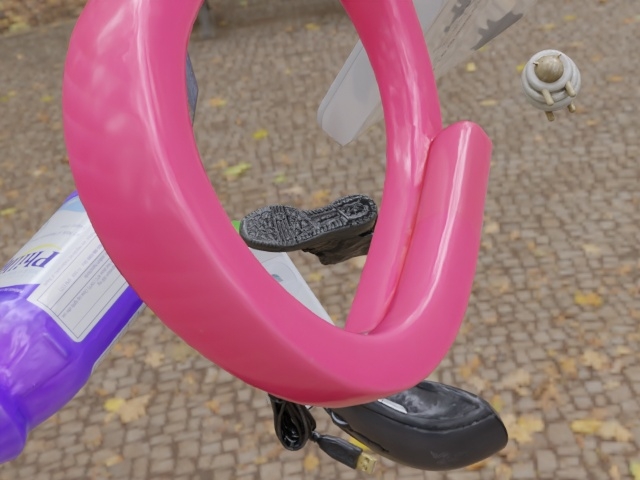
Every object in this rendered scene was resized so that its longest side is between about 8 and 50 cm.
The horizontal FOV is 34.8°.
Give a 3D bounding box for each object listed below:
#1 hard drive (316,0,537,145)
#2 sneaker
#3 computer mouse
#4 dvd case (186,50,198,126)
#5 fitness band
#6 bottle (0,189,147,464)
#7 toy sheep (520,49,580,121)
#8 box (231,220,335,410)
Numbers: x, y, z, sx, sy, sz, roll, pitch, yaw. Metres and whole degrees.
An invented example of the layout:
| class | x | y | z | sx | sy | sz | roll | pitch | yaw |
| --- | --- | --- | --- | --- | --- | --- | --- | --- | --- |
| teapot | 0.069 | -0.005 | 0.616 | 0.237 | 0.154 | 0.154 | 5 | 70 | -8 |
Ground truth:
| class | x | y | z | sx | sy | sz | roll | pitch | yaw |
| --- | --- | --- | --- | --- | --- | --- | --- | --- | --- |
| hard drive | 0.152 | -0.239 | 0.918 | 0.047 | 0.233 | 0.353 | 43 | 46 | 8 |
| sneaker | -0.001 | -0.002 | 1.044 | 0.170 | 0.089 | 0.051 | -11 | 62 | -14 |
| computer mouse | 0.049 | 0.192 | 0.989 | 0.262 | 0.184 | 0.060 | 14 | 51 | 22 |
| dvd case | -0.234 | -0.203 | 1.618 | 0.022 | 0.180 | 0.253 | 0 | 57 | 6 |
| fitness band | -0.005 | -0.060 | 0.454 | 0.054 | 0.209 | 0.291 | -24 | 31 | 32 |
| bottle | -0.201 | 0.066 | 0.707 | 0.118 | 0.092 | 0.283 | -17 | 29 | 44 |
| toy sheep | 0.324 | -0.221 | 1.438 | 0.091 | 0.132 | 0.091 | -3 | 74 | 9 |
| box | -0.084 | 0.105 | 1.435 | 0.127 | 0.231 | 0.262 | -37 | 11 | -10 |
